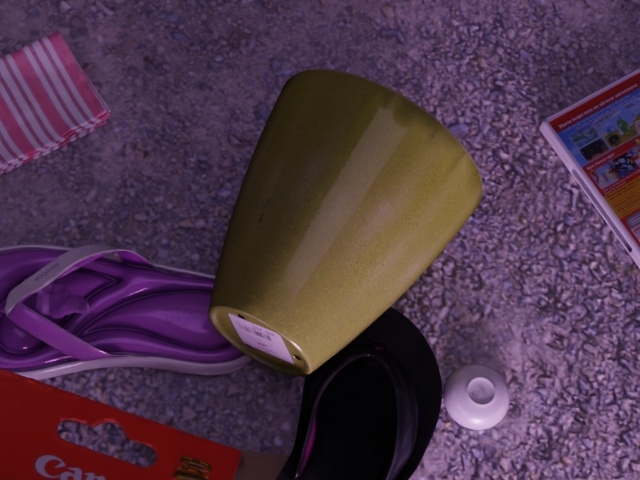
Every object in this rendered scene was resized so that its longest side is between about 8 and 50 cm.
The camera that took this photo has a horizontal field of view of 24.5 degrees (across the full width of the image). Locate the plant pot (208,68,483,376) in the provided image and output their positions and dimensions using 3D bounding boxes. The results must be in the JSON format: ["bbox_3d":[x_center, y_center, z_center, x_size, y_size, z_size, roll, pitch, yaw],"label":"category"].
[{"bbox_3d":[0.000,0.000,1.717,0.275,0.275,0.293,31,67,4],"label":"plant pot"}]

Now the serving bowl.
[{"bbox_3d":[0.193,0.188,1.803,0.083,0.027,0.083,3,68,-7],"label":"serving bowl"}]

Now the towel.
[{"bbox_3d":[-0.381,-0.169,1.856,0.197,0.029,0.144,-29,74,-19],"label":"towel"}]

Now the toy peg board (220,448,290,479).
[{"bbox_3d":[-0.043,0.335,1.688,0.161,0.079,0.160,8,51,-6],"label":"toy peg board"}]

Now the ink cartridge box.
[{"bbox_3d":[-0.273,0.314,1.546,0.308,0.091,0.385,19,52,1],"label":"ink cartridge box"}]

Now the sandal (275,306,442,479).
[{"bbox_3d":[0.037,0.232,1.665,0.168,0.107,0.445,20,49,4],"label":"sandal"}]

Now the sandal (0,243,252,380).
[{"bbox_3d":[-0.266,0.072,1.732,0.416,0.102,0.169,0,68,-11],"label":"sandal"}]

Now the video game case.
[{"bbox_3d":[0.451,-0.086,1.960,0.204,0.025,0.285,-28,75,-19],"label":"video game case"}]
